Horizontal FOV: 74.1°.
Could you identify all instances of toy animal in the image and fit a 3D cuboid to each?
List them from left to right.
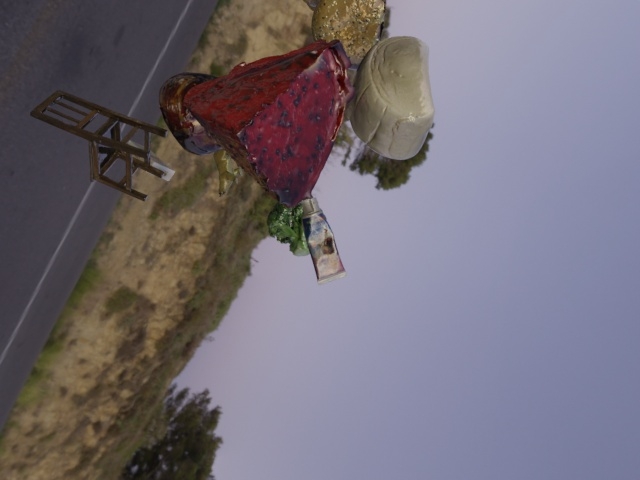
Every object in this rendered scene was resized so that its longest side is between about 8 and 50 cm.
[{"bbox_3d":[-0.386,-0.290,1.739,0.103,0.101,0.218,-7,83,-80],"label":"toy animal"}]

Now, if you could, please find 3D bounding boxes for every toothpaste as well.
[{"bbox_3d":[0.000,0.000,1.313,0.061,0.096,0.265,-176,-112,-81],"label":"toothpaste"}]

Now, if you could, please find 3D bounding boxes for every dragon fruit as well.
[{"bbox_3d":[-0.086,-0.284,0.957,0.228,0.286,0.329,29,-105,38],"label":"dragon fruit"}]

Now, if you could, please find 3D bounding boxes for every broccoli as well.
[{"bbox_3d":[-0.095,-0.055,1.789,0.270,0.270,0.269,-48,-136,41],"label":"broccoli"}]

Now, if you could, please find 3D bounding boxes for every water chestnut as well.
[{"bbox_3d":[-0.390,-0.434,1.417,0.245,0.289,0.289,-27,-153,10],"label":"water chestnut"}]

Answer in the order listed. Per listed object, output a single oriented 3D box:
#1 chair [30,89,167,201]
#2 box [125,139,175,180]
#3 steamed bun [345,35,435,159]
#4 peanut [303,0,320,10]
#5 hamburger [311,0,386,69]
[{"bbox_3d":[-0.832,-0.358,1.623,0.240,0.417,0.203,117,-10,-46],"label":"chair"},{"bbox_3d":[-0.857,-0.400,2.103,0.067,0.243,0.155,-55,158,6],"label":"box"},{"bbox_3d":[0.202,-0.445,1.286,0.247,0.237,0.383,106,-11,-60],"label":"steamed bun"},{"bbox_3d":[-0.017,-1.056,1.843,0.236,0.120,0.110,-31,153,-59],"label":"peanut"},{"bbox_3d":[0.108,-0.851,1.665,0.195,0.277,0.317,-81,179,-53],"label":"hamburger"}]
